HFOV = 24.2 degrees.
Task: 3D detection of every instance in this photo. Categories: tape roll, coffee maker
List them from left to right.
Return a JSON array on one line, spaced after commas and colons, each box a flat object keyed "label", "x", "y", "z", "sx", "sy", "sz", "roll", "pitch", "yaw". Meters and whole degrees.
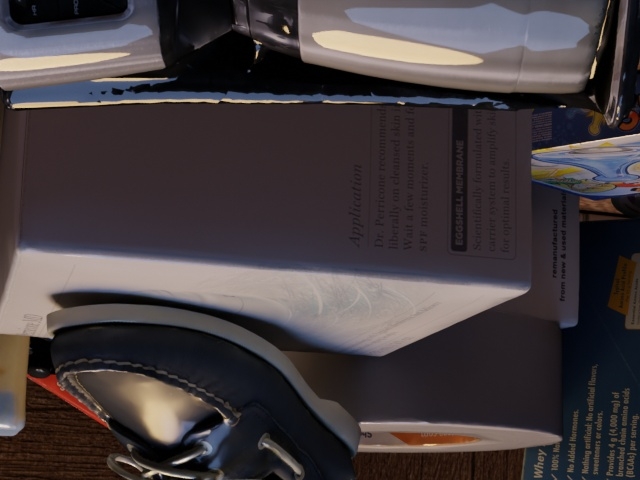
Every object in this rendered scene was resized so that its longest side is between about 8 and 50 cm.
[{"label": "coffee maker", "x": -0.004, "y": -0.085, "z": 0.435, "sx": 0.178, "sy": 0.120, "sz": 0.171, "roll": 3, "pitch": 172, "yaw": 3}, {"label": "tape roll", "x": 0.045, "y": 0.093, "z": 0.955, "sx": 0.219, "sy": 0.072, "sz": 0.219, "roll": 1, "pitch": 167, "yaw": 0}]

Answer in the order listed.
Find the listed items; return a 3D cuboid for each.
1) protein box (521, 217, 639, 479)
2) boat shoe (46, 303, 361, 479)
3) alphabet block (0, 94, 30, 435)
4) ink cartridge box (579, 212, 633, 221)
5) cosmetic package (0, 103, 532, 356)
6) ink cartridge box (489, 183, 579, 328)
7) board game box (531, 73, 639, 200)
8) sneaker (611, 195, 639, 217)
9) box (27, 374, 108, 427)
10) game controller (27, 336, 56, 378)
[{"label": "protein box", "x": 0.260, "y": 0.093, "z": 0.993, "sx": 0.201, "sy": 0.199, "sz": 0.136, "roll": -3, "pitch": 166, "yaw": 44}, {"label": "boat shoe", "x": -0.056, "y": 0.099, "z": 0.747, "sx": 0.095, "sy": 0.079, "sz": 0.254, "roll": 0, "pitch": 158, "yaw": 22}, {"label": "alphabet block", "x": -0.265, "y": 0.013, "z": 0.890, "sx": 0.192, "sy": 0.197, "sz": 0.193, "roll": 5, "pitch": 171, "yaw": -14}, {"label": "ink cartridge box", "x": 0.185, "y": 0.027, "z": 1.180, "sx": 0.135, "sy": 0.099, "sz": 0.056, "roll": 4, "pitch": 170, "yaw": -19}, {"label": "cosmetic package", "x": -0.041, "y": -0.027, "z": 0.730, "sx": 0.225, "sy": 0.138, "sz": 0.224, "roll": 6, "pitch": 167, "yaw": -13}, {"label": "ink cartridge box", "x": 0.000, "y": 0.000, "z": 0.987, "sx": 0.278, "sy": 0.117, "sz": 0.201, "roll": 7, "pitch": 169, "yaw": -25}, {"label": "board game box", "x": 0.197, "y": -0.059, "z": 0.823, "sx": 0.136, "sy": 0.035, "sz": 0.201, "roll": 11, "pitch": 167, "yaw": -44}, {"label": "sneaker", "x": 0.252, "y": -0.027, "z": 1.005, "sx": 0.098, "sy": 0.038, "sz": 0.069, "roll": 7, "pitch": 171, "yaw": -31}, {"label": "box", "x": -0.190, "y": 0.106, "z": 1.391, "sx": 0.257, "sy": 0.122, "sz": 0.128, "roll": 32, "pitch": 171, "yaw": 1}, {"label": "game controller", "x": -0.175, "y": 0.035, "z": 1.188, "sx": 0.319, "sy": 0.067, "sz": 0.166, "roll": -24, "pitch": 150, "yaw": 36}]
